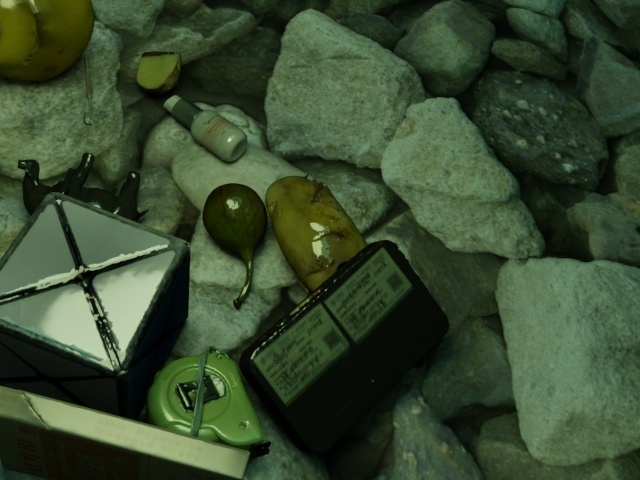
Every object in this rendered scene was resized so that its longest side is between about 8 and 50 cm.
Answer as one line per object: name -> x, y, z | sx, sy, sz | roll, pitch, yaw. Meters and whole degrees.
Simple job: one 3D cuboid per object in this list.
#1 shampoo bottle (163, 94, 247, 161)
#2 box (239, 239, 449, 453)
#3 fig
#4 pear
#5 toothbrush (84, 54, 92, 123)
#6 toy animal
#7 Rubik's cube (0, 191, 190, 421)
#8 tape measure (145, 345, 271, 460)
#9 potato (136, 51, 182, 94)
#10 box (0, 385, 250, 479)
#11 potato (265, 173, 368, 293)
shampoo bottle -> -0.238, -0.237, 1.738 | 0.192, 0.074, 0.074 | 37, 56, 15
box -> 0.047, 0.173, 1.438 | 0.350, 0.058, 0.211 | -39, 98, -24
fig -> -0.150, 0.008, 1.569 | 0.124, 0.124, 0.236 | -5, 70, -15
pear -> -0.595, -0.479, 1.719 | 0.285, 0.284, 0.336 | 5, 52, -8
toothbrush -> -0.486, -0.316, 1.781 | 0.017, 0.014, 0.194 | -2, 55, -12
toy animal -> -0.442, -0.087, 1.563 | 0.245, 0.114, 0.146 | 11, 53, -4
Rubik's cube -> -0.370, 0.116, 1.345 | 0.255, 0.259, 0.260 | 19, 52, 4
tape measure -> -0.191, 0.265, 1.366 | 0.175, 0.106, 0.199 | -9, 55, -21
potato -> -0.341, -0.342, 1.800 | 0.096, 0.066, 0.103 | 4, 60, 21
box -> -0.294, 0.320, 1.245 | 0.366, 0.204, 0.051 | 15, 53, -1
potato -> 0.000, 0.000, 1.570 | 0.140, 0.173, 0.300 | -37, 61, 16
